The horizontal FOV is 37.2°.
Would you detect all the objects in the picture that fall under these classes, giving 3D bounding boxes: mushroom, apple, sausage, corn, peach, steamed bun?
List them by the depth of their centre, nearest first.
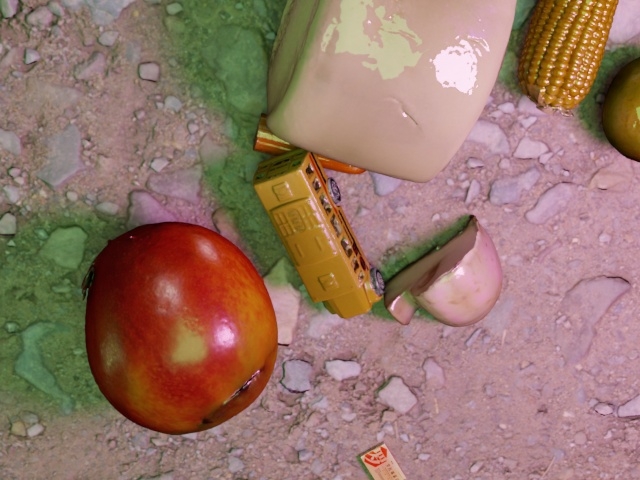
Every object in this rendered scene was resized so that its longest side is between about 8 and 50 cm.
[{"bbox_3d":[0.126,-0.335,1.559,0.371,0.290,0.455,16,98,-9],"label":"steamed bun"},{"bbox_3d":[0.444,-0.409,1.651,0.144,0.144,0.387,11,102,-7],"label":"corn"},{"bbox_3d":[-0.252,0.146,1.653,0.370,0.370,0.370,-1,106,-4],"label":"peach"},{"bbox_3d":[0.597,-0.234,1.698,0.197,0.157,0.196,-1,105,-4],"label":"apple"},{"bbox_3d":[-0.003,-0.169,1.720,0.234,0.071,0.071,13,104,-8],"label":"sausage"},{"bbox_3d":[0.254,0.105,1.768,0.236,0.162,0.173,-38,103,8],"label":"mushroom"}]

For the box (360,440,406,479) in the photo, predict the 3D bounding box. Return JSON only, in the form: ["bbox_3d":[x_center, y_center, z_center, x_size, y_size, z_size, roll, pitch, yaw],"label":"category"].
[{"bbox_3d":[0.127,0.459,1.935,0.058,0.015,0.093,-30,106,3],"label":"box"}]

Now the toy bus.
[{"bbox_3d":[0.000,0.000,1.718,0.121,0.123,0.335,-19,113,18],"label":"toy bus"}]
